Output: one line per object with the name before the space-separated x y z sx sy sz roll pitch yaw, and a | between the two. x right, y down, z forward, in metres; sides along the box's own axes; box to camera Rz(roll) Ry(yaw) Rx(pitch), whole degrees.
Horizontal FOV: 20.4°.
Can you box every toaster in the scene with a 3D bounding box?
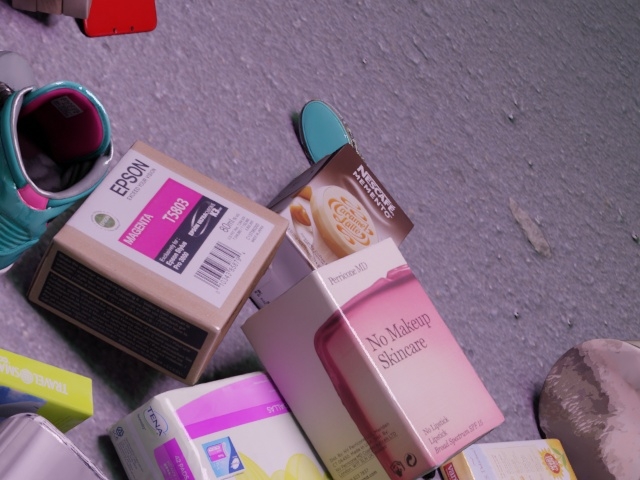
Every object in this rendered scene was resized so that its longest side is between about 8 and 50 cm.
toaster | -0.255 0.249 1.509 0.227 0.129 0.146 47 28 -9

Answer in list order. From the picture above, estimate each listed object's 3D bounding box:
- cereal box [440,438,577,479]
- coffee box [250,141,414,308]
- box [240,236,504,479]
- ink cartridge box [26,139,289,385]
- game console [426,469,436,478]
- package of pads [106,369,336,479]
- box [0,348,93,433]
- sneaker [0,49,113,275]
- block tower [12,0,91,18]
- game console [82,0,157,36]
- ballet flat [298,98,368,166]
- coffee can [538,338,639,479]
cereal box | 0.254 0.334 2.199 0.240 0.047 0.173 5 56 -51
coffee box | 0.000 0.000 2.115 0.141 0.098 0.246 51 31 -7
box | 0.055 0.136 1.831 0.148 0.127 0.232 -24 79 -51
ink cartridge box | -0.161 0.018 1.827 0.193 0.088 0.235 29 34 1
game console | 0.098 0.212 2.135 0.122 0.071 0.107 -79 156 -49
package of pads | -0.053 0.252 1.803 0.296 0.101 0.229 -9 68 -56
box | -0.302 0.136 1.564 0.178 0.109 0.042 25 44 -40
sneaker | -0.286 -0.114 1.753 0.123 0.178 0.296 32 38 -33
block tower | -0.283 -0.401 2.035 0.091 0.097 0.335 9 54 -3
game console | -0.269 -0.311 2.124 0.124 0.085 0.144 32 23 22
ballet flat | 0.029 -0.094 2.295 0.070 0.070 0.188 -9 70 -56
coffee can | 0.452 0.233 2.416 0.275 0.201 0.202 6 57 -52
